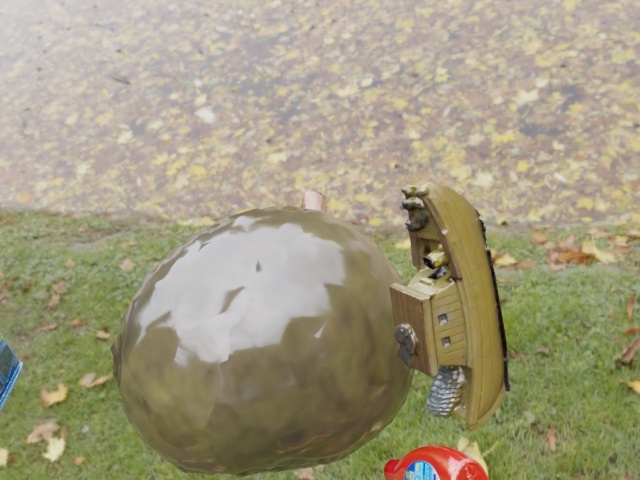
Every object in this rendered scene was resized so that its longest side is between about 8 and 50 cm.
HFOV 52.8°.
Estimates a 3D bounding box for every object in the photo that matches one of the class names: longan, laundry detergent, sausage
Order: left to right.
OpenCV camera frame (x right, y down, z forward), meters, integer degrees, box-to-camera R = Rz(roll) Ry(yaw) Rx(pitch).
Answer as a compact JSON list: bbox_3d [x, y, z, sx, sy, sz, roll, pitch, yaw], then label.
[{"bbox_3d":[-0.068,0.140,0.952,0.404,0.436,0.404,-19,61,39],"label":"longan"},{"bbox_3d":[0.001,0.000,1.506,0.078,0.078,0.304,-16,49,3],"label":"sausage"},{"bbox_3d":[0.124,0.276,0.722,0.049,0.165,0.097,-8,83,-25],"label":"laundry detergent"}]

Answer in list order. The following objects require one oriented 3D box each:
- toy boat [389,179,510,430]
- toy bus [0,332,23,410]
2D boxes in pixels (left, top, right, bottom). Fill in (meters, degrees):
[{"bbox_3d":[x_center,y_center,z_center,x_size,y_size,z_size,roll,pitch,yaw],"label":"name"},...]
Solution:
[{"bbox_3d":[0.144,0.083,0.775,0.121,0.321,0.089,-20,19,-23],"label":"toy boat"},{"bbox_3d":[-0.772,0.250,1.242,0.312,0.190,0.152,-7,38,7],"label":"toy bus"}]
